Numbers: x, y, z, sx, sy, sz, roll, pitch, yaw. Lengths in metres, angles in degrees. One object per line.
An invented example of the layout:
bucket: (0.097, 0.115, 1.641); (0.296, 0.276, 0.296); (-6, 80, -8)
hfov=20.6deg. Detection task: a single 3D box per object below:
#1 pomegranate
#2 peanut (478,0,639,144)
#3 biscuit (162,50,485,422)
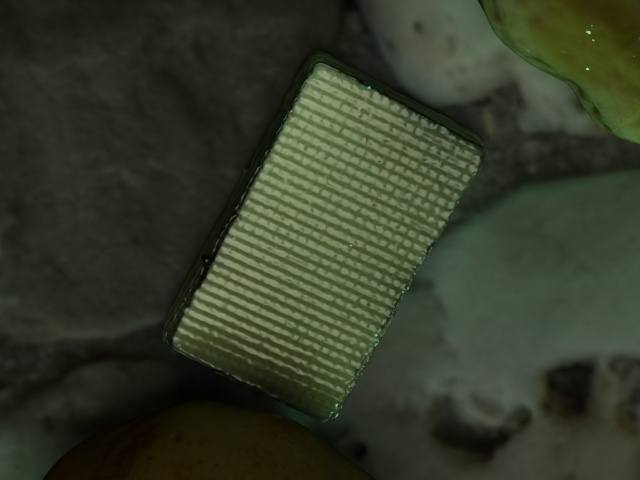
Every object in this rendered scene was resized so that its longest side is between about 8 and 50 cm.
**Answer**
pomegranate: (-0.057, 0.215, 1.001); (0.264, 0.264, 0.264); (-1, 108, -4)
peanut: (0.155, -0.144, 0.964); (0.129, 0.129, 0.224); (-41, 106, 9)
biscuit: (0.000, 0.000, 1.043); (0.121, 0.040, 0.199); (26, 106, -14)
